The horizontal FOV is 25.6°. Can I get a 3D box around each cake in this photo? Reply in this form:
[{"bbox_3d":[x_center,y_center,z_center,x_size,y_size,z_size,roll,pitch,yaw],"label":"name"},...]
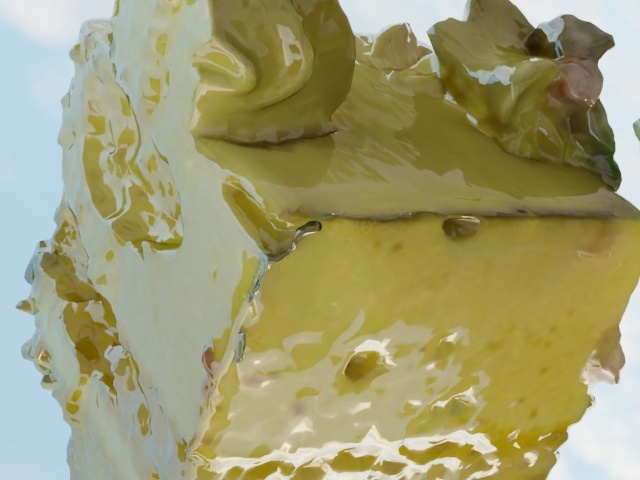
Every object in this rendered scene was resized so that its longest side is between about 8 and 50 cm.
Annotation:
[{"bbox_3d":[0.000,0.000,0.663,0.227,0.286,0.222,-1,-145,-34],"label":"cake"}]

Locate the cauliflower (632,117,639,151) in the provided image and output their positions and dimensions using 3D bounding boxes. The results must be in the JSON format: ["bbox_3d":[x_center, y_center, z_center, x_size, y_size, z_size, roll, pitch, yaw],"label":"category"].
[{"bbox_3d":[0.258,-0.045,0.435,0.260,0.327,0.281,-5,-154,-13],"label":"cauliflower"}]
